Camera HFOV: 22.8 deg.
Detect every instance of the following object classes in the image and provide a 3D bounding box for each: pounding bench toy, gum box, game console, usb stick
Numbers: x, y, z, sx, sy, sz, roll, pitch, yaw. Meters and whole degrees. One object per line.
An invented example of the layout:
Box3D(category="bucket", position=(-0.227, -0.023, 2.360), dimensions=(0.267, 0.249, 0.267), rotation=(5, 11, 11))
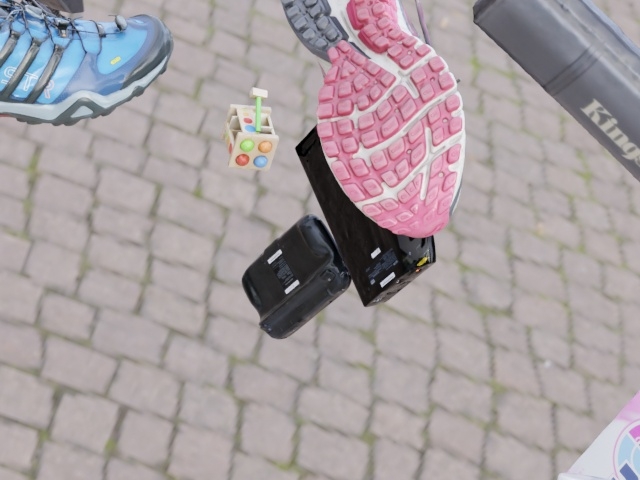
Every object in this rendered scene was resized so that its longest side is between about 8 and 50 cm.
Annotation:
Box3D(category="pounding bench toy", position=(-0.080, -0.132, 1.892), dimensions=(0.052, 0.083, 0.065), rotation=(3, 42, -19))
Box3D(category="gum box", position=(0.294, 0.185, 1.323), dimensions=(0.062, 0.188, 0.107), rotation=(9, 35, -47))
Box3D(category="game console", position=(0.000, 0.000, 1.893), dimensions=(0.044, 0.361, 0.213), rotation=(-12, 72, -36))
Box3D(category="usb stick", position=(0.215, -0.079, 1.062), dimensions=(0.278, 0.077, 0.045), rotation=(43, 55, -4))

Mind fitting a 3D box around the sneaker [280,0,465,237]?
Box3D(category="sneaker", position=(0.059, -0.127, 1.326), dimensions=(0.112, 0.121, 0.299), rotation=(48, 22, -52))

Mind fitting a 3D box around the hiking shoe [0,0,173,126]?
Box3D(category="hiking shoe", position=(-0.293, -0.187, 1.590), dimensions=(0.304, 0.132, 0.113), rotation=(-17, 42, -17))

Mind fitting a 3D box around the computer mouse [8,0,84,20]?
Box3D(category="computer mouse", position=(-0.352, -0.334, 1.924), dimensions=(0.184, 0.262, 0.060), rotation=(26, 73, 32))

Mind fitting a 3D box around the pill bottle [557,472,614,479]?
Box3D(category="pill bottle", position=(0.189, 0.255, 1.127), dimensions=(0.094, 0.169, 0.094), rotation=(10, -1, 0))
